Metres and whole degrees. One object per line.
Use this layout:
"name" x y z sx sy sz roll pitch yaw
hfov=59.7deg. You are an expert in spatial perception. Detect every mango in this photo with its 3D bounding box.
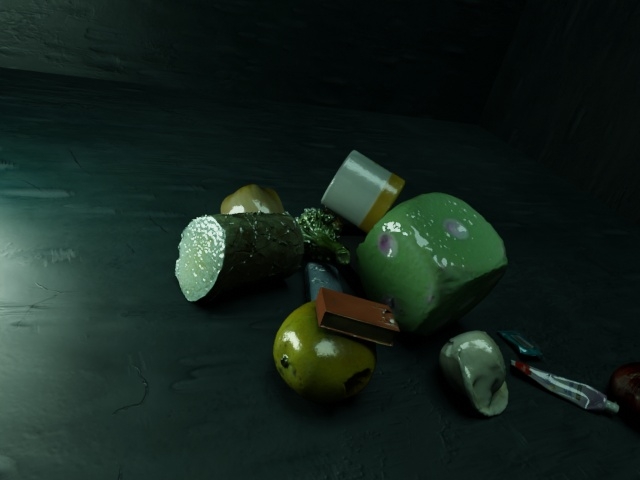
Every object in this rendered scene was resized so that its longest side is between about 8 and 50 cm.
"mango" 0.025 0.252 1.391 0.253 0.182 0.365 22 29 9

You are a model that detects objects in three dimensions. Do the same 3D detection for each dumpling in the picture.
"dumpling" 0.433 0.348 1.485 0.243 0.175 0.227 -20 73 -29

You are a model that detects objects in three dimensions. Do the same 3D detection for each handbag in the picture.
"handbag" 0.087 0.180 1.323 0.190 0.063 0.127 18 18 -11

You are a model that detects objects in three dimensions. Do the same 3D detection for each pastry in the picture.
"pastry" 0.009 -0.063 2.052 0.153 0.081 0.153 19 30 -11

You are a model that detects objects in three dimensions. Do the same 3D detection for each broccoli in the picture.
"broccoli" -0.018 -0.008 1.766 0.198 0.177 0.275 22 7 -15

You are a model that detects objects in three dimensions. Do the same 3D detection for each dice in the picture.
"dice" 0.324 0.074 1.653 0.322 0.330 0.318 -15 57 -38

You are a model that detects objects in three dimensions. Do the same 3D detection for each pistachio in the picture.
"pistachio" -0.217 -0.074 1.888 0.212 0.163 0.260 -20 54 -18

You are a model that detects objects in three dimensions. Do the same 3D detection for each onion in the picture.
"onion" 0.978 0.421 1.579 0.272 0.195 0.272 14 19 -5

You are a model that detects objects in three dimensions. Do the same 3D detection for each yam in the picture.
"yam" -0.223 0.034 1.611 0.348 0.241 0.241 -8 37 -43

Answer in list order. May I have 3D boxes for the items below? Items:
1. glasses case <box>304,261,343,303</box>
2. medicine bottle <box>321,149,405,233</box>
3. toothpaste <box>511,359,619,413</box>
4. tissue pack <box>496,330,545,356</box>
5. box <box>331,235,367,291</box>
"glasses case" 0.011 0.149 1.688 0.109 0.067 0.282 10 26 -10
"medicine bottle" 0.155 -0.177 2.045 0.232 0.238 0.238 33 30 1
"toothpaste" 0.693 0.416 1.594 0.301 0.048 0.075 23 33 16
"tissue pack" 0.624 0.324 1.741 0.085 0.028 0.138 5 25 -26
"box" 0.188 0.074 1.911 0.289 0.073 0.290 -1 32 -29
